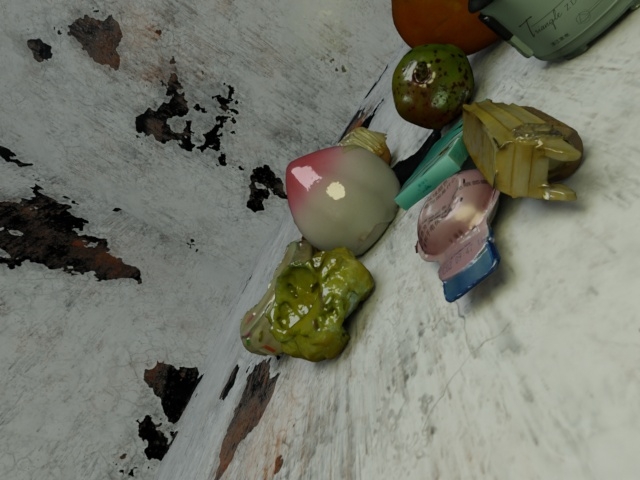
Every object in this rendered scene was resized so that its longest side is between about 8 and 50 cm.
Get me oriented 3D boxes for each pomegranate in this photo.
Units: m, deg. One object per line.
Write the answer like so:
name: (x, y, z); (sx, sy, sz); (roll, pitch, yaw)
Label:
pomegranate: (0.265, -0.367, 1.014); (0.198, 0.198, 0.246); (-59, 4, -4)

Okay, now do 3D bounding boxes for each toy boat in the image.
toy boat: (0.277, -0.139, 0.578); (0.310, 0.115, 0.090); (-75, -23, -62)

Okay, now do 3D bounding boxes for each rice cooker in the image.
rice cooker: (0.371, -0.438, 0.655); (0.241, 0.226, 0.281); (-50, 15, 35)

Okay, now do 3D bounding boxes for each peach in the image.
peach: (0.336, -0.622, 1.034); (0.302, 0.342, 0.343); (-50, 14, 46)

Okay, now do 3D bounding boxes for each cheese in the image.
cheese: (0.211, -0.022, 0.628); (0.189, 0.074, 0.286); (-52, 13, 32)

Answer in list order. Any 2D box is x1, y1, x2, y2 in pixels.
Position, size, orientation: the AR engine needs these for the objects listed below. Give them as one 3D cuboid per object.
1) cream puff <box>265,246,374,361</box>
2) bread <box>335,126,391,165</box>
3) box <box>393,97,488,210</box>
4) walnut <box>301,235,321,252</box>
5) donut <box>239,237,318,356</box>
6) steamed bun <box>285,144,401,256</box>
cream puff: (-0.014, 0.129, 0.912); (0.282, 0.185, 0.282); (-56, 8, 12)
bread: (0.084, -0.197, 1.404); (0.236, 0.183, 0.389); (-43, -7, -42)
box: (0.249, -0.172, 0.817); (0.229, 0.041, 0.162); (-50, 4, -35)
walnut: (0.000, 0.000, 1.384); (0.207, 0.115, 0.116); (-18, 41, 61)
donut: (-0.101, 0.181, 1.213); (0.371, 0.150, 0.307); (-57, 12, 7)
steamed bun: (0.037, -0.122, 1.083); (0.309, 0.309, 0.309); (-54, 12, 18)
